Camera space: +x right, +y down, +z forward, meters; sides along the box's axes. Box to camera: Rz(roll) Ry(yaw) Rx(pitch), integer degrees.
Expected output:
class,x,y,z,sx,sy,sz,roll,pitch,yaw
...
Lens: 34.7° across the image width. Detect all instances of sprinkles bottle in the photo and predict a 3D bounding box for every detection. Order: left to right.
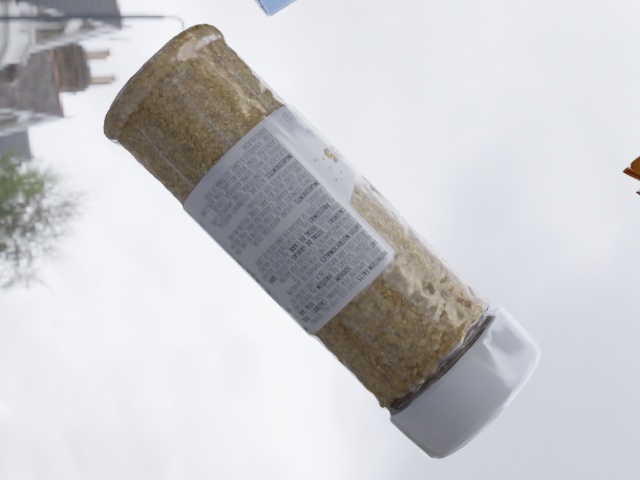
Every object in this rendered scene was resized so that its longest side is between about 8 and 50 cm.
class,x,y,z,sx,sy,sz,roll,pitch,yaw
sprinkles bottle,0.000,0.000,0.768,0.355,0.121,0.121,45,-35,1

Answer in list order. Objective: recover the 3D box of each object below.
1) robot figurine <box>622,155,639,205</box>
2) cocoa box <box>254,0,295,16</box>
class,x,y,z,sx,sy,sz,roll,pitch,yaw
robot figurine,0.351,-0.106,0.686,0.291,0.211,0.085,-38,-97,24
cocoa box,0.027,-0.391,0.845,0.231,0.347,0.228,60,4,6
